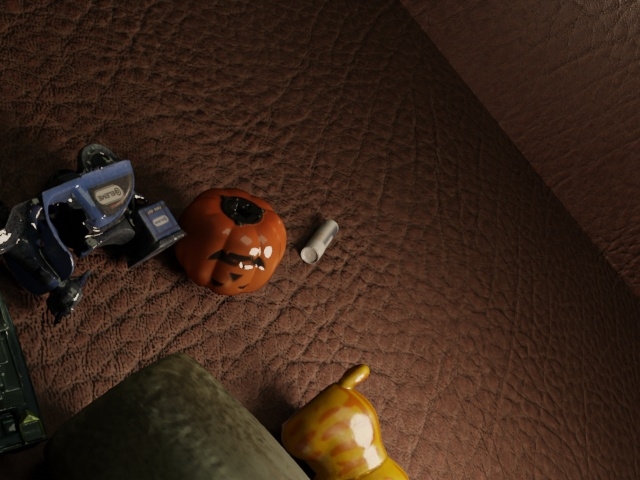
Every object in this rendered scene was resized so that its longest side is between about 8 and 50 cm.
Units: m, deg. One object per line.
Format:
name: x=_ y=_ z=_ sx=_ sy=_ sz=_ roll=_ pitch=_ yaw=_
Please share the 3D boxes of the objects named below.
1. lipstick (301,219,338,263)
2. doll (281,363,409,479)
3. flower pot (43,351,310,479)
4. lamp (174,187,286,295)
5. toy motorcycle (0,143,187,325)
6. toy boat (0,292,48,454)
lipstick: x=0.000 y=0.000 z=1.865 sx=0.040 sy=0.040 sz=0.141 roll=50 pitch=30 yaw=-9
doll: x=0.045 y=0.360 z=1.479 sx=0.269 sy=0.162 sz=0.167 roll=67 pitch=16 yaw=0
flower pot: x=-0.159 y=0.325 z=1.107 sx=0.330 sy=0.293 sz=0.293 roll=54 pitch=31 yaw=7
lamp: x=-0.156 y=0.008 z=1.532 sx=0.188 sy=0.164 sz=0.187 roll=18 pitch=33 yaw=-13
toy motorcycle: x=-0.356 y=-0.012 z=1.306 sx=0.212 sy=0.125 sz=0.358 roll=57 pitch=31 yaw=-1
toy boat: x=-0.422 y=0.126 z=1.086 sx=0.114 sy=0.122 sz=0.296 roll=-11 pitch=65 yaw=-32
